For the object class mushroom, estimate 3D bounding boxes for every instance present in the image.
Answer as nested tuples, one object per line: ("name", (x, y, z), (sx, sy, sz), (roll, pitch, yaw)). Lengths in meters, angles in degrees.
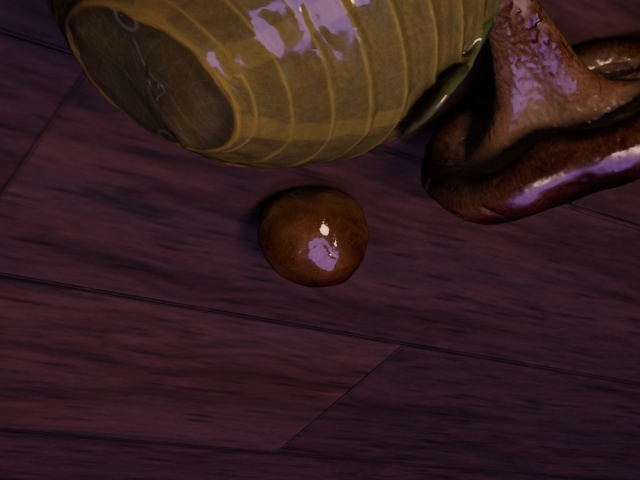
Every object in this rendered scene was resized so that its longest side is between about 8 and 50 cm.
("mushroom", (0.159, -0.130, 0.807), (0.227, 0.148, 0.217), (-25, 130, 3))
("mushroom", (0.007, 0.004, 0.960), (0.088, 0.073, 0.129), (-57, 144, -2))

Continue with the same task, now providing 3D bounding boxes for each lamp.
("lamp", (-0.014, -0.177, 0.576), (0.250, 0.284, 0.250), (26, 156, 13))
